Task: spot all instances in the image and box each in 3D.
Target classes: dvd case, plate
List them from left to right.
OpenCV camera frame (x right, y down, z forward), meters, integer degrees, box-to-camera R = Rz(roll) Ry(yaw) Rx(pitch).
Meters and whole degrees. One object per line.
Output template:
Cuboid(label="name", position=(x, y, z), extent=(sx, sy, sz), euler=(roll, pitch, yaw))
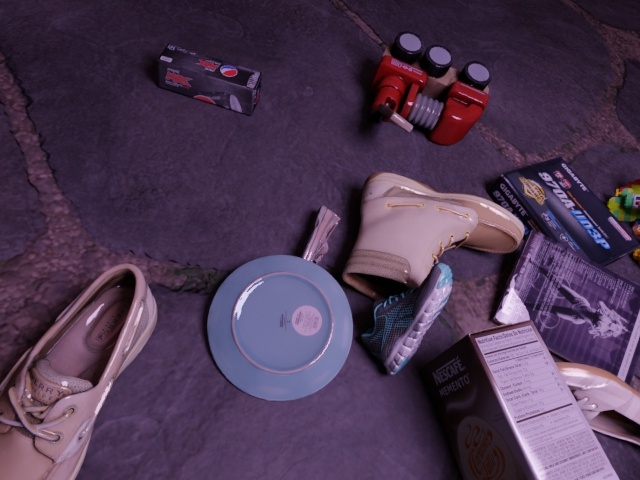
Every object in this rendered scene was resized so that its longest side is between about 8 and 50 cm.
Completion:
Cuboid(label="plate", position=(-0.047, 0.103, 0.555), extent=(0.188, 0.024, 0.188), euler=(4, 67, -9))
Cuboid(label="dvd case", position=(0.395, 0.104, 0.678), extent=(0.221, 0.018, 0.164), euler=(29, 75, 4))

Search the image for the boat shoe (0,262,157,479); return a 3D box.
Cuboid(label="boat shoe", position=(-0.265, 0.155, 0.432), extent=(0.109, 0.098, 0.302), euler=(24, 54, 0))

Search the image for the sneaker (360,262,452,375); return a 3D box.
Cuboid(label="sneaker", position=(0.103, 0.091, 0.555), extent=(0.076, 0.166, 0.065), euler=(36, 24, 24))

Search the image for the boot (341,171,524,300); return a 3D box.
Cuboid(label="boot", position=(0.173, 0.017, 0.653), extent=(0.262, 0.095, 0.203), euler=(19, 54, -2))

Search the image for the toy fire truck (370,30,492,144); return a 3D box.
Cuboid(label="toy fire truck", position=(0.191, -0.249, 0.814), extent=(0.217, 0.158, 0.246), euler=(24, 66, -1))

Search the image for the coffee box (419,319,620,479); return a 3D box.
Cuboid(label="coffee box", position=(0.226, 0.236, 0.500), extent=(0.098, 0.141, 0.246), euler=(-7, 59, -20))

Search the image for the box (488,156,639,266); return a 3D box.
Cuboid(label="box", position=(0.439, -0.042, 0.797), extent=(0.175, 0.051, 0.220), euler=(-17, 65, -25))

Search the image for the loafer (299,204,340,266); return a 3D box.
Cuboid(label="loafer", position=(0.000, 0.000, 0.647), extent=(0.039, 0.045, 0.125), euler=(25, 51, -8))

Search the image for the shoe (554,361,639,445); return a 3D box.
Cuboid(label="shoe", position=(0.389, 0.226, 0.593), extent=(0.219, 0.076, 0.058), euler=(23, 49, -3))

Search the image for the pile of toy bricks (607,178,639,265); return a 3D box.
Cuboid(label="pile of toy bricks", position=(0.600, -0.058, 0.840), extent=(0.105, 0.118, 0.212), euler=(7, 58, 35))

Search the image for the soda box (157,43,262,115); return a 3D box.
Cuboid(label="soda box", position=(-0.190, -0.278, 0.760), extent=(0.169, 0.060, 0.053), euler=(16, 54, -5))
